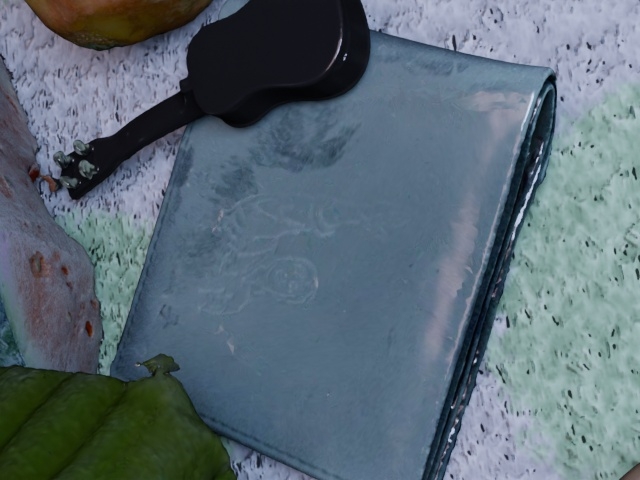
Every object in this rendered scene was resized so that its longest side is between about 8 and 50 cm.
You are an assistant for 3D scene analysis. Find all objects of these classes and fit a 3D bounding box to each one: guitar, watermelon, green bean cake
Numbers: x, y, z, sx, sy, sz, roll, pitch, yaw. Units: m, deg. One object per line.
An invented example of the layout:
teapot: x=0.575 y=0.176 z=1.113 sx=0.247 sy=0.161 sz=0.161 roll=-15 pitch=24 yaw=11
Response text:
guitar: x=-0.088 y=-0.092 z=0.796 sx=0.271 sy=0.038 sz=0.084 roll=-24 pitch=69 yaw=30
watermelon: x=-0.282 y=-0.008 z=0.836 sx=0.175 sy=0.188 sz=0.322 roll=-32 pitch=68 yaw=9
green bean cake: x=-0.172 y=0.205 z=0.730 sx=0.249 sy=0.156 sz=0.247 roll=4 pitch=123 yaw=23

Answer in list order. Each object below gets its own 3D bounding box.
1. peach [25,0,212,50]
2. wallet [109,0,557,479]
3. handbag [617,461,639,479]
peach: x=-0.134 y=-0.244 z=0.795 sx=0.214 sy=0.214 sz=0.236 roll=6 pitch=106 yaw=25
wallet: x=0.001 y=0.000 z=0.787 sx=0.251 sy=0.054 sz=0.291 roll=22 pitch=97 yaw=29
handbag: x=0.195 y=0.280 z=0.614 sx=0.283 sy=0.149 sz=0.302 roll=-39 pitch=72 yaw=17
